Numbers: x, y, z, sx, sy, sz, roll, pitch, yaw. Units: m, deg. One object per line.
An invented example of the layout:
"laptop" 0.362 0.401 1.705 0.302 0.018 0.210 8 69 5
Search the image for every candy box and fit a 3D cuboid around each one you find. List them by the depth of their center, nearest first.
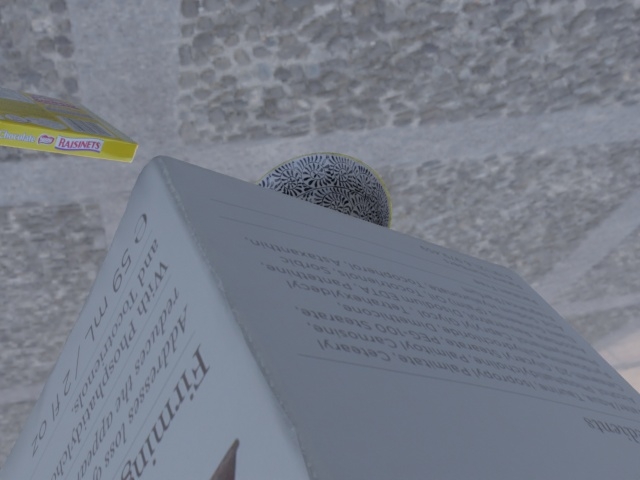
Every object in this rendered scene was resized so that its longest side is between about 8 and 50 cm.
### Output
"candy box" -0.276 -0.111 0.748 0.206 0.105 0.027 3 114 -53

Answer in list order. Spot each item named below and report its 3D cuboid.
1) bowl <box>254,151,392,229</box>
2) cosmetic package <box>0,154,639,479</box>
"bowl" 0.000 0.000 0.864 0.170 0.170 0.080 -17 149 10
"cosmetic package" 0.023 0.211 0.475 0.327 0.393 0.329 17 112 -33
